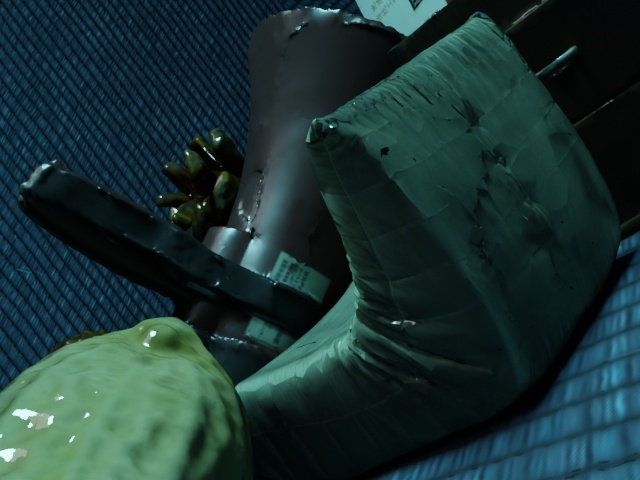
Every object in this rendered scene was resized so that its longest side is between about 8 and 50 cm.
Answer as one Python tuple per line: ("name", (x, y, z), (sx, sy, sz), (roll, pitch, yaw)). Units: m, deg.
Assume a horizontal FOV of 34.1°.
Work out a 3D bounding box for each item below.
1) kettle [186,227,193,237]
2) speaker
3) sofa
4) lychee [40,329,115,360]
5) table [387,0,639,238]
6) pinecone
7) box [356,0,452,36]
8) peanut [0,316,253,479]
("kettle", (0.009, 0.001, 1.395), (0.318, 0.265, 0.205), (-39, 35, -28))
("speaker", (-0.045, -0.023, 0.779), (0.198, 0.259, 0.329), (5, 58, 38))
("sofa", (0.038, 0.013, 0.629), (0.225, 0.176, 0.210), (-34, 4, 44))
("lychee", (-0.262, 0.195, 1.255), (0.238, 0.200, 0.200), (-48, 3, -2))
("table", (0.185, -0.117, 0.727), (0.169, 0.193, 0.172), (-35, 3, 33))
("pinecone", (-0.013, -0.021, 1.052), (0.244, 0.309, 0.244), (18, -90, -84))
("box", (0.207, -0.284, 0.989), (0.122, 0.344, 0.385), (-7, -27, -38))
("peanut", (-0.112, 0.142, 0.489), (0.152, 0.152, 0.313), (-36, 18, 19))
